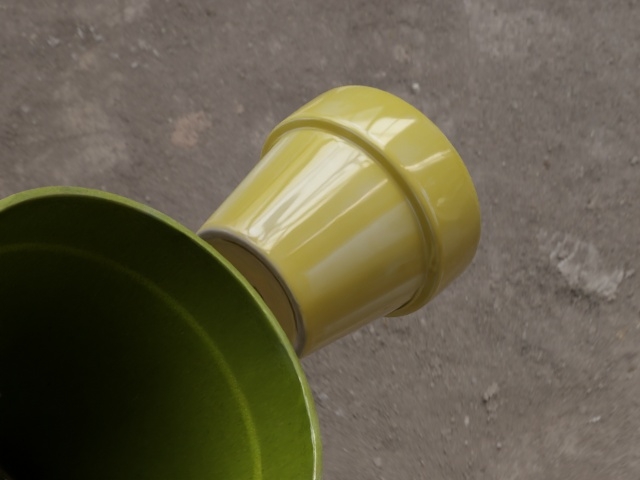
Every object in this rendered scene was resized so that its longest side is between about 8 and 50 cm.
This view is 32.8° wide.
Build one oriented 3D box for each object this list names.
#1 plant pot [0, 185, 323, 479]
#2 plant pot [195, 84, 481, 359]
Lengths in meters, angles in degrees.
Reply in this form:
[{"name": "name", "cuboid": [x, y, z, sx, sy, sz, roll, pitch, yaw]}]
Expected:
[{"name": "plant pot", "cuboid": [-0.248, 0.202, 0.950, 0.353, 0.366, 0.366, -39, 68, 33]}, {"name": "plant pot", "cuboid": [0.000, 0.000, 1.144, 0.254, 0.254, 0.239, 39, 53, 17]}]
